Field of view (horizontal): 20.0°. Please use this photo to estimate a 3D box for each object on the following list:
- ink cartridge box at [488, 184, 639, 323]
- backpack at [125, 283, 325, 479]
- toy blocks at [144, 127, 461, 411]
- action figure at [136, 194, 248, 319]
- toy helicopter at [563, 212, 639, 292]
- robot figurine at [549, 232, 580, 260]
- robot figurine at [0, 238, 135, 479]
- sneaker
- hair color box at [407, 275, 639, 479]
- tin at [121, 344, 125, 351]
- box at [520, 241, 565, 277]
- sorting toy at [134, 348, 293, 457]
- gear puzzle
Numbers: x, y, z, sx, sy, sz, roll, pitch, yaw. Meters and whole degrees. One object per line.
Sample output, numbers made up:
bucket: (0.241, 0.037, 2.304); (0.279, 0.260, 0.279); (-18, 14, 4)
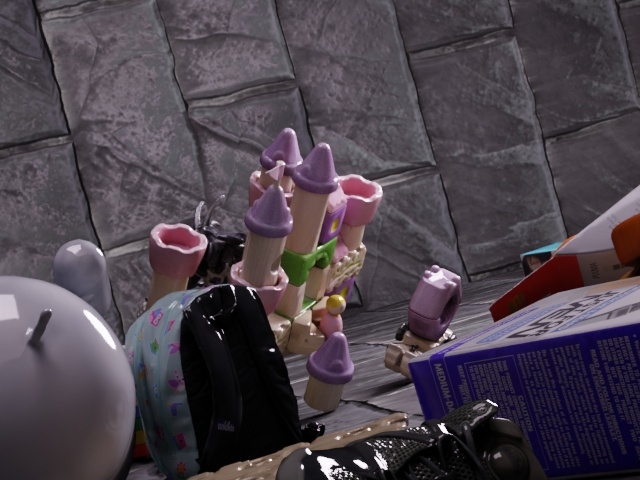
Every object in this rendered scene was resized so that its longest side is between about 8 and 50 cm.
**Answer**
ink cartridge box: (0.272, 0.048, 1.697); (0.224, 0.056, 0.181); (-39, -33, -9)
backpack: (-0.094, 0.130, 1.573); (0.115, 0.182, 0.152); (-14, 1, 41)
toy blocks: (0.000, 0.000, 2.095); (0.309, 0.260, 0.288); (26, 30, 20)
action figure: (-0.142, 0.086, 2.369); (0.164, 0.276, 0.141); (-14, 0, 43)
toy helicopter: (0.276, 0.080, 1.583); (0.235, 0.140, 0.355); (-24, -14, 21)
robot figurine: (0.331, 0.042, 2.006); (0.158, 0.128, 0.219); (-46, -15, 29)
robot figurine: (-0.250, 0.144, 1.467); (0.200, 0.300, 0.353); (22, -16, 0)
sneaker: (0.055, 0.144, 1.062); (0.130, 0.087, 0.227); (-21, -7, 17)
hair color box: (0.245, 0.079, 1.217); (0.185, 0.110, 0.339); (-20, 5, -44)
tin: (-0.262, 0.152, 2.187); (0.189, 0.040, 0.106); (-15, -4, -45)
box: (0.338, 0.050, 2.304); (0.060, 0.100, 0.244); (-16, 0, -17)
sorting toy: (-0.190, 0.198, 2.169); (0.255, 0.089, 0.257); (-15, 0, -43)
gear puzzle: (-0.089, 0.208, 1.356); (0.339, 0.044, 0.175); (-18, 2, 4)
